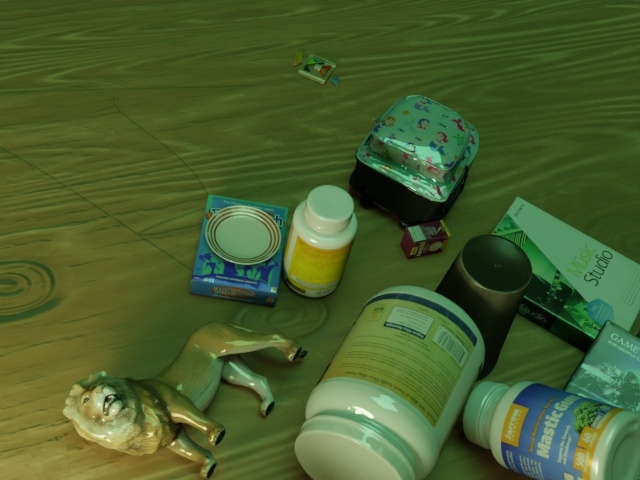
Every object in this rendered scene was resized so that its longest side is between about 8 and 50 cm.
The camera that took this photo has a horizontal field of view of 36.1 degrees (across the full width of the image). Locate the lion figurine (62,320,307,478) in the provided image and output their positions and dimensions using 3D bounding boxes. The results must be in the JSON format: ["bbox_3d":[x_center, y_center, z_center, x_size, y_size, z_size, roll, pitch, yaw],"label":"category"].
[{"bbox_3d":[-0.214,0.233,1.621,0.240,0.142,0.392,28,37,20],"label":"lion figurine"}]

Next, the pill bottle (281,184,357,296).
[{"bbox_3d":[0.000,0.000,1.779,0.117,0.215,0.117,6,52,-8],"label":"pill bottle"}]

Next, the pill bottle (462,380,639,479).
[{"bbox_3d":[0.371,0.315,1.592,0.272,0.152,0.152,12,41,43],"label":"pill bottle"}]

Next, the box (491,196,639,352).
[{"bbox_3d":[0.472,0.072,1.926,0.322,0.058,0.232,30,52,13],"label":"box"}]

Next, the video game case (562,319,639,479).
[{"bbox_3d":[0.509,0.302,1.692,0.196,0.026,0.274,33,80,14],"label":"video game case"}]

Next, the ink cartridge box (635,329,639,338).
[{"bbox_3d":[0.693,0.271,1.791,0.255,0.097,0.189,22,51,7],"label":"ink cartridge box"}]

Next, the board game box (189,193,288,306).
[{"bbox_3d":[-0.149,0.016,1.842,0.160,0.047,0.210,9,50,-5],"label":"board game box"}]

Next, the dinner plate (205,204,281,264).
[{"bbox_3d":[-0.143,-0.008,1.819,0.141,0.017,0.141,7,51,-8],"label":"dinner plate"}]

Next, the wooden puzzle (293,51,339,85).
[{"bbox_3d":[-0.008,-0.390,2.216,0.116,0.014,0.078,19,51,3],"label":"wooden puzzle"}]

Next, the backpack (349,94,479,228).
[{"bbox_3d":[0.202,-0.179,1.993,0.225,0.191,0.253,29,47,12],"label":"backpack"}]

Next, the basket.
[{"bbox_3d":[0.279,0.108,1.746,0.154,0.227,0.204,6,52,-8],"label":"basket"}]

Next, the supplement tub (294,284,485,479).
[{"bbox_3d":[0.114,0.253,1.594,0.228,0.228,0.316,27,51,10],"label":"supplement tub"}]

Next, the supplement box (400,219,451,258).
[{"bbox_3d":[0.206,-0.002,1.929,0.083,0.055,0.043,-12,56,-19],"label":"supplement box"}]
